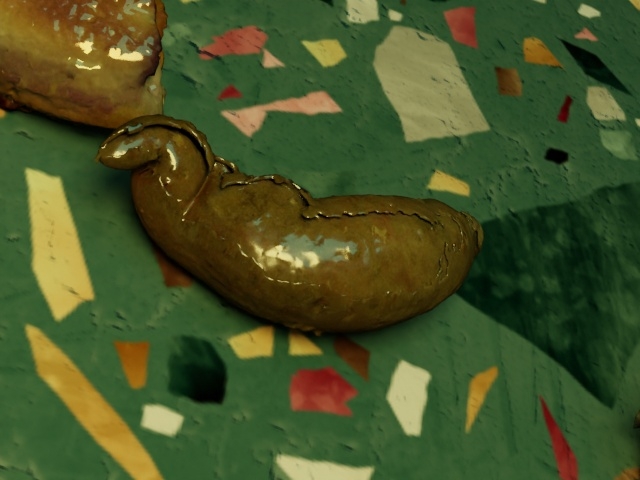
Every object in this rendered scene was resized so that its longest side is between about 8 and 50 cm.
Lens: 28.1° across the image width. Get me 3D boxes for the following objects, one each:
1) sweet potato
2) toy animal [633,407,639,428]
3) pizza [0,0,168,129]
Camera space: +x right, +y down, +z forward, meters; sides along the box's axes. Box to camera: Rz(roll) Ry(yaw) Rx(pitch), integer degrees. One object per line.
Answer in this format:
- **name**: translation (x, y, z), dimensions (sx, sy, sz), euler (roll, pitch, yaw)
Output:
- **sweet potato**: translation (-0.001, 0.002, 0.813), dimensions (0.310, 0.098, 0.124), euler (12, 45, -29)
- **toy animal**: translation (0.376, 0.173, 0.834), dimensions (0.310, 0.247, 0.183), euler (46, 27, 24)
- **pizza**: translation (-0.204, -0.182, 0.826), dimensions (0.305, 0.085, 0.161), euler (45, 68, 7)
